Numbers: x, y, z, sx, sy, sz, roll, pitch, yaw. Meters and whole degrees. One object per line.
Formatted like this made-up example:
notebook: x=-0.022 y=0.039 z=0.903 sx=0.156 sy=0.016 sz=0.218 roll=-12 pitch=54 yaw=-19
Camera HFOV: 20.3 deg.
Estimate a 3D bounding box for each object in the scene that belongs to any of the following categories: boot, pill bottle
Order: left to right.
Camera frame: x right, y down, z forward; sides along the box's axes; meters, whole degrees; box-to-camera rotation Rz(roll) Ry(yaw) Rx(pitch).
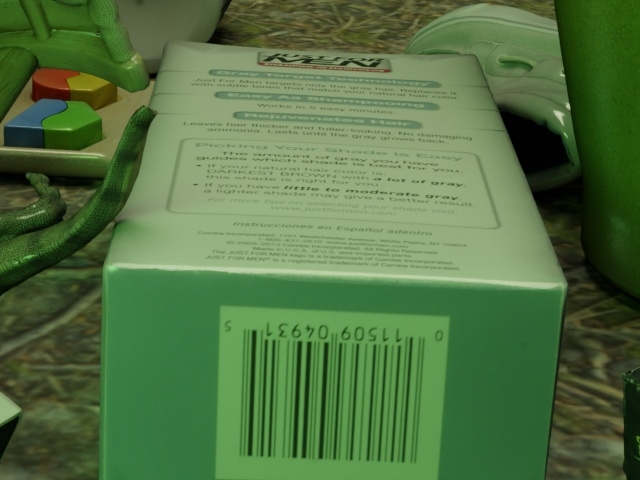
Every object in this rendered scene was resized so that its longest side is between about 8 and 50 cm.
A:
pill bottle: x=-0.130 y=-0.227 z=1.475 sx=0.130 sy=0.130 sz=0.246 roll=4 pitch=20 yaw=3
boot: x=0.114 y=-0.095 z=1.203 sx=0.123 sy=0.095 sz=0.258 roll=-30 pitch=22 yaw=-31

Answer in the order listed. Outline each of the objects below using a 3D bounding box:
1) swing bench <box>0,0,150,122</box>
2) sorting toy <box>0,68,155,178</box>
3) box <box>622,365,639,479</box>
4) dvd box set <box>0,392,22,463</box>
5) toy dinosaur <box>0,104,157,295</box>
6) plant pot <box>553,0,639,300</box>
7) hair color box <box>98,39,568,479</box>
swing bench: x=-0.245 y=-0.123 z=0.862 sx=0.165 sy=0.253 sz=0.255 roll=18 pitch=51 yaw=33
sorting toy: x=-0.215 y=-0.089 z=1.210 sx=0.193 sy=0.038 sz=0.208 roll=3 pitch=19 yaw=0
box: x=0.323 y=0.083 z=0.701 sx=0.295 sy=0.073 sz=0.293 roll=-20 pitch=28 yaw=-28
dvd box set: x=-0.353 y=0.016 z=0.609 sx=0.420 sy=0.062 sz=0.307 roll=35 pitch=29 yaw=12
toy dinosaur: x=-0.159 y=0.021 z=0.778 sx=0.268 sy=0.064 sz=0.118 roll=-32 pitch=0 yaw=13
plant pot: x=0.274 y=-0.143 z=0.971 sx=0.366 sy=0.353 sz=0.366 roll=3 pitch=20 yaw=-1
hair color box: x=0.000 y=0.000 z=0.885 sx=0.185 sy=0.114 sz=0.374 roll=3 pitch=20 yaw=-2
